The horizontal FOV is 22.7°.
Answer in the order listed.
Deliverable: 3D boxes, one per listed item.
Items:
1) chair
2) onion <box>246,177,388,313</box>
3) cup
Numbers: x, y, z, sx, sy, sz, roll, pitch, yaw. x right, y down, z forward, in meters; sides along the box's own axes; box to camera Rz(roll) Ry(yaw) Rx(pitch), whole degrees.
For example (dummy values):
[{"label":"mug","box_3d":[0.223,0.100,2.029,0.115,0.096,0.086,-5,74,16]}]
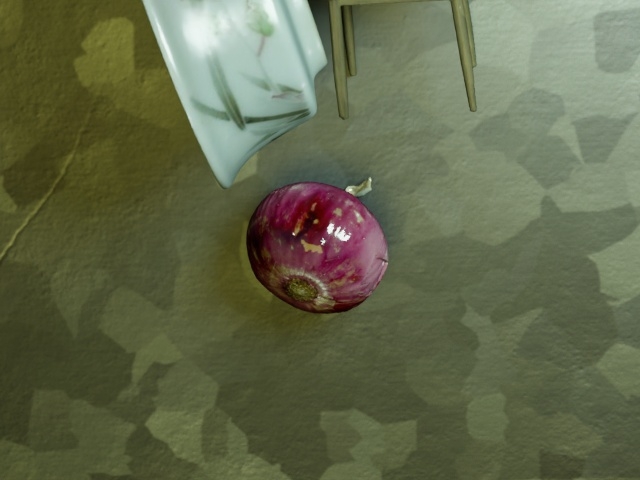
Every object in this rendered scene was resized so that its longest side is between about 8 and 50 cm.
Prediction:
[{"label":"chair","box_3d":[0.086,-0.294,1.787,0.166,0.188,0.272,-3,114,7]},{"label":"onion","box_3d":[-0.004,0.008,1.931,0.177,0.153,0.177,0,127,0]},{"label":"cup","box_3d":[-0.096,-0.245,1.756,0.163,0.347,0.347,-20,107,1]}]
